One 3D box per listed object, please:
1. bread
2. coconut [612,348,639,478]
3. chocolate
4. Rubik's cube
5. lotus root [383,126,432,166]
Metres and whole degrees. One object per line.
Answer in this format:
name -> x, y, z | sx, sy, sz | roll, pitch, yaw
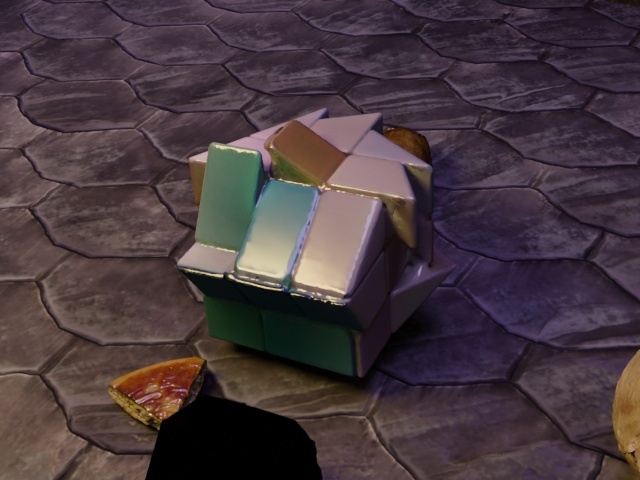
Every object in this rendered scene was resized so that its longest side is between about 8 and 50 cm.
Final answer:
bread -> -0.250, 0.229, 1.459 | 0.136, 0.054, 0.154 | 5, 32, 8
coconut -> 0.511, 0.234, 1.217 | 0.297, 0.297, 0.254 | 23, 61, 30
chocolate -> -0.098, 0.318, 1.296 | 0.224, 0.206, 0.177 | 15, -5, 7
Rubik's cube -> 0.000, 0.000, 1.492 | 0.387, 0.358, 0.368 | 13, 40, 21
lotus root -> 0.137, -0.138, 1.858 | 0.145, 0.128, 0.260 | -4, 35, 14
